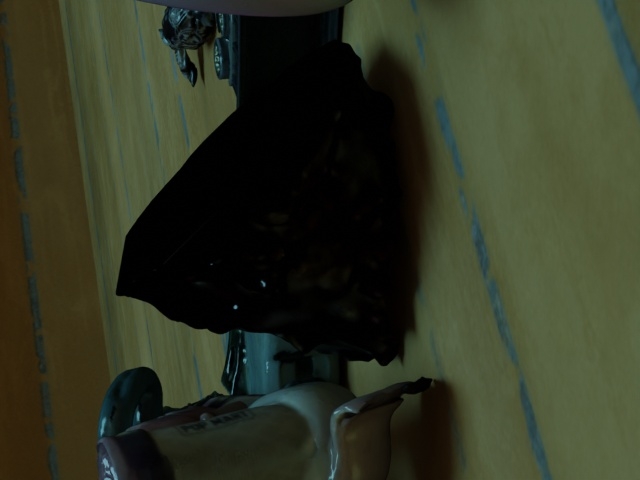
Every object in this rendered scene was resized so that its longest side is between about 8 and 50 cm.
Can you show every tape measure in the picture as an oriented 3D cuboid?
[{"bbox_3d":[-0.055,0.063,1.410,0.330,0.084,0.164,-146,57,-71],"label":"tape measure"}]

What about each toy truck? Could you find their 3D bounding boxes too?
[{"bbox_3d":[-0.030,-0.174,1.232,0.092,0.083,0.192,-114,22,-56],"label":"toy truck"}]

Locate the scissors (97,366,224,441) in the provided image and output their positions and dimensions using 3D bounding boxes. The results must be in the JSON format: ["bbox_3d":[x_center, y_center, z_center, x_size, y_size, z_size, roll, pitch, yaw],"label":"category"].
[{"bbox_3d":[-0.108,0.144,1.206,0.289,0.041,0.138,-28,-62,-80],"label":"scissors"}]

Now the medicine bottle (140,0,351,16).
[{"bbox_3d":[-0.057,-0.301,0.964,0.241,0.241,0.302,-122,40,-63],"label":"medicine bottle"}]

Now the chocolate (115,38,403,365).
[{"bbox_3d":[0.000,0.000,1.124,0.177,0.206,0.224,44,-170,-16],"label":"chocolate"}]

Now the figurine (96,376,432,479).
[{"bbox_3d":[-0.029,0.267,1.053,0.253,0.211,0.361,-4,-88,-60],"label":"figurine"}]

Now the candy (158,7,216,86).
[{"bbox_3d":[-0.136,-0.224,1.740,0.226,0.051,0.094,140,122,-74],"label":"candy"}]
